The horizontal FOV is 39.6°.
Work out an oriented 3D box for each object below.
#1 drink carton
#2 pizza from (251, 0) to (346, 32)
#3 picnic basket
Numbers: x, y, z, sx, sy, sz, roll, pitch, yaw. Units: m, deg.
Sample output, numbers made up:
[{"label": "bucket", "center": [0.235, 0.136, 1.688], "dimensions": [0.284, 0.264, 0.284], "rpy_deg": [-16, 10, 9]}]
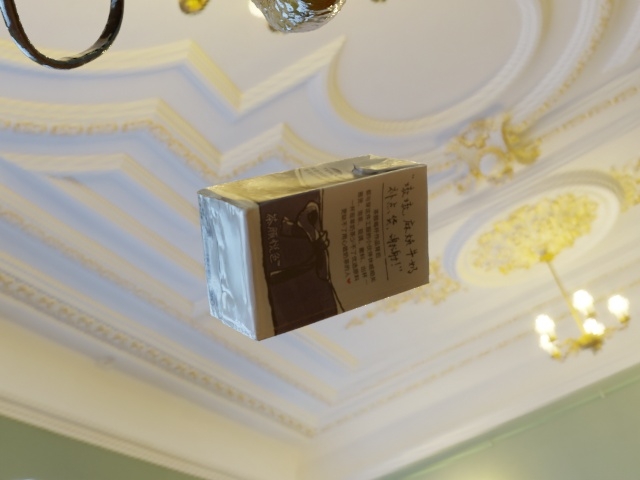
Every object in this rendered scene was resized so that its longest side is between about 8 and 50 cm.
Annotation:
[{"label": "drink carton", "center": [0.001, -0.001, 0.889], "dimensions": [0.222, 0.102, 0.134], "rpy_deg": [-15, -71, -32]}, {"label": "pizza", "center": [-0.025, -0.269, 0.750], "dimensions": [0.074, 0.182, 0.365], "rpy_deg": [-8, 3, -9]}, {"label": "picnic basket", "center": [-0.417, -0.438, 1.439], "dimensions": [0.337, 0.337, 0.293], "rpy_deg": [-49, -3, 39]}]
